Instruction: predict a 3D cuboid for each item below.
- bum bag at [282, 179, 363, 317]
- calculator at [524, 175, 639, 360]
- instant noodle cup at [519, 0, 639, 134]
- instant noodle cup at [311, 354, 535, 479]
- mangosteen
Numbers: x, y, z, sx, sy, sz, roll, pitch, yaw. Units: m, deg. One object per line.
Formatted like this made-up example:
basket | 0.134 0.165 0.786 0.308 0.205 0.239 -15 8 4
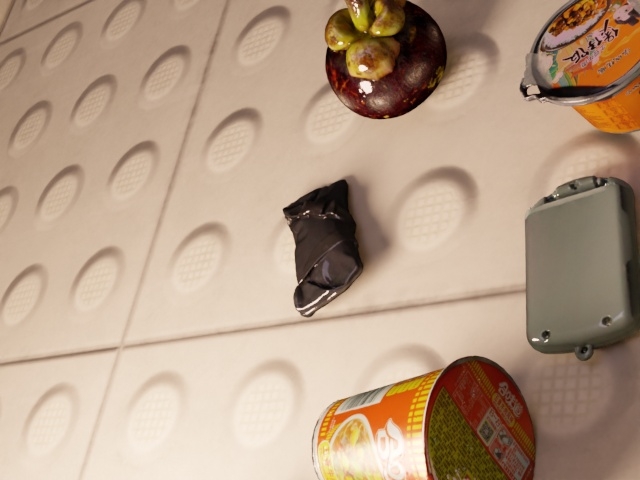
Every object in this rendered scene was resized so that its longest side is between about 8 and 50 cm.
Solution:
bum bag | 0.000 0.000 1.546 0.123 0.060 0.248 -37 41 20
calculator | 0.307 0.030 1.231 0.141 0.045 0.246 -19 50 34
instant noodle cup | 0.364 -0.210 1.289 0.208 0.125 0.178 -24 47 32
instant noodle cup | 0.104 0.238 1.191 0.212 0.193 0.193 -16 51 46
mangosteen | 0.083 -0.290 1.557 0.192 0.217 0.192 -21 47 24
